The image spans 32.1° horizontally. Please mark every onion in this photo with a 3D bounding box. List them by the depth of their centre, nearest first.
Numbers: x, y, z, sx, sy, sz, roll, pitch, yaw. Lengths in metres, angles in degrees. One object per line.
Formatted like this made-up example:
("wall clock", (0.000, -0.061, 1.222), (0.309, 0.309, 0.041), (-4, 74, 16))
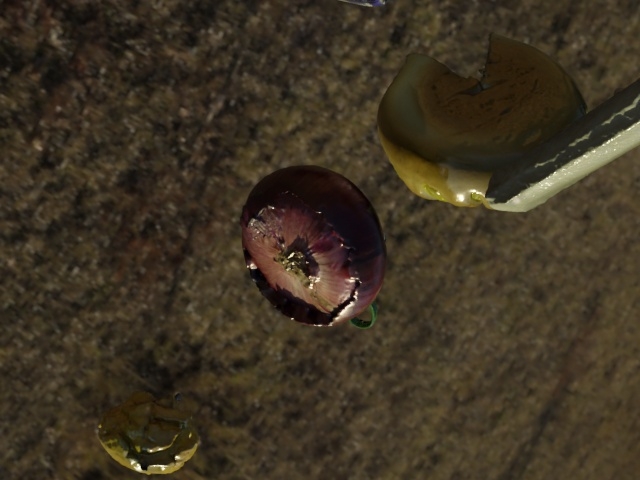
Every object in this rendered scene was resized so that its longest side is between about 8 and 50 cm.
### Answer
("onion", (-0.009, 0.002, 1.567), (0.161, 0.248, 0.248), (-62, 158, -46))

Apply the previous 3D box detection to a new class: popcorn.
("popcorn", (-0.279, 0.319, 1.827), (0.148, 0.167, 0.152), (-41, -149, 44))

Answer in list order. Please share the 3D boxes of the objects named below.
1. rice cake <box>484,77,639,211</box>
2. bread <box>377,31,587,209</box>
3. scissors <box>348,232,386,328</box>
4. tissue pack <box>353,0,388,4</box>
("rice cake", (0.246, -0.087, 1.041), (0.057, 0.256, 0.052), (16, 65, -21))
("bread", (0.251, -0.171, 1.721), (0.333, 0.333, 0.160), (-42, 154, -29))
("scissors", (0.070, 0.061, 1.847), (0.027, 0.101, 0.204), (-53, 168, -47))
("tissue pack", (-0.023, -0.427, 1.590), (0.209, 0.269, 0.137), (-49, 153, -76))
